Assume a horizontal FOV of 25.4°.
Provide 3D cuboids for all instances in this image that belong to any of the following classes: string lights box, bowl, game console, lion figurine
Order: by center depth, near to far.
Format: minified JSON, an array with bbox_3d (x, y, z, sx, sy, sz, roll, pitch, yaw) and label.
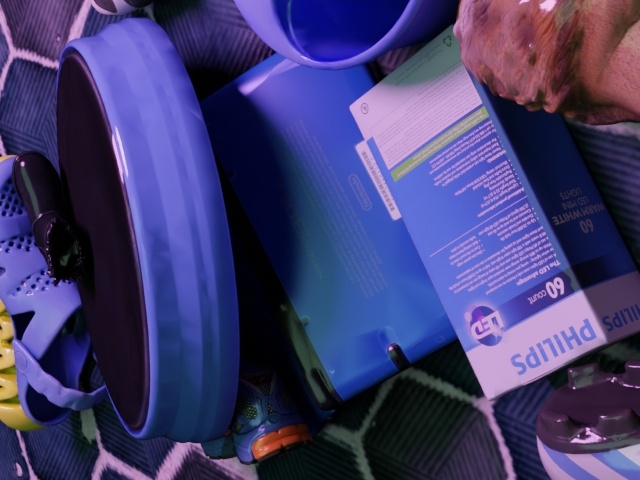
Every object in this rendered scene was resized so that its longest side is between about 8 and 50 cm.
[{"bbox_3d":[0.257,-0.104,0.892,0.392,0.142,0.240,46,133,24],"label":"lion figurine"},{"bbox_3d":[0.136,-0.024,1.083,0.133,0.076,0.260,-34,76,46],"label":"string lights box"},{"bbox_3d":[0.000,0.000,1.268,0.250,0.173,0.293,-30,78,14],"label":"game console"},{"bbox_3d":[-0.168,-0.004,1.288,0.391,0.077,0.391,170,90,-72],"label":"bowl"}]

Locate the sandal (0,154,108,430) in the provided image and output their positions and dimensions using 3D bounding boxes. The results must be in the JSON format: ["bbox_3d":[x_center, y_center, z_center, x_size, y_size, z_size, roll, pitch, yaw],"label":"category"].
[{"bbox_3d":[-0.295,0.061,1.531,0.138,0.126,0.317,6,114,41],"label":"sandal"}]

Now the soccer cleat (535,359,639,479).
[{"bbox_3d":[0.304,0.153,0.956,0.331,0.116,0.143,-3,124,42],"label":"soccer cleat"}]

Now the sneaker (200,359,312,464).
[{"bbox_3d":[-0.065,0.152,1.310,0.221,0.083,0.087,162,93,-69],"label":"sneaker"}]

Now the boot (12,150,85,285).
[{"bbox_3d":[-0.260,-0.021,1.362,0.099,0.045,0.121,-141,37,-67],"label":"boot"}]

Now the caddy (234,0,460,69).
[{"bbox_3d":[0.042,-0.288,1.032,0.241,0.179,0.341,47,130,25],"label":"caddy"}]

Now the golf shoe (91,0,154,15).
[{"bbox_3d":[-0.225,-0.346,1.349,0.120,0.105,0.273,-22,85,54],"label":"golf shoe"}]
